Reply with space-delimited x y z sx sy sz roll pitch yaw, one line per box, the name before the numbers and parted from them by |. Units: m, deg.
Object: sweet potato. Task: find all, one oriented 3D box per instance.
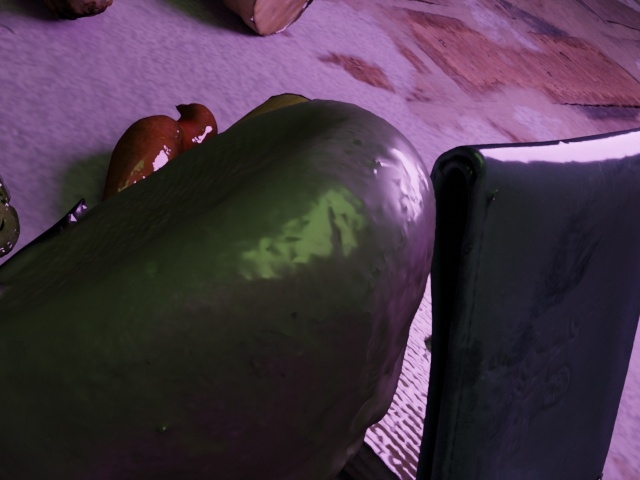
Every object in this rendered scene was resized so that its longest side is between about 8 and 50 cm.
sweet potato | -0.131 -0.071 0.829 0.055 0.058 0.202 15 30 11

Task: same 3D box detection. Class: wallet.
wallet | 0.145 0.067 0.687 0.054 0.290 0.251 20 20 39

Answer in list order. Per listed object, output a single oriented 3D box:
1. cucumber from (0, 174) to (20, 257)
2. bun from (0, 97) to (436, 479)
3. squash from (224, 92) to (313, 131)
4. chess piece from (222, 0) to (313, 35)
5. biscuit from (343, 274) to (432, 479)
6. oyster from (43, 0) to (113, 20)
cucumber | -0.308 -0.062 0.612 0.325 0.105 0.145 39 25 15
bun | -0.052 0.056 0.564 0.187 0.293 0.293 62 25 -19
squash | -0.064 -0.042 0.820 0.094 0.094 0.224 36 36 6
chess piece | -0.144 -0.366 1.178 0.301 0.137 0.137 37 31 16
biscuit | 0.071 0.100 0.776 0.147 0.046 0.250 44 32 16
oyster | -0.268 -0.285 0.987 0.233 0.107 0.162 31 36 33
